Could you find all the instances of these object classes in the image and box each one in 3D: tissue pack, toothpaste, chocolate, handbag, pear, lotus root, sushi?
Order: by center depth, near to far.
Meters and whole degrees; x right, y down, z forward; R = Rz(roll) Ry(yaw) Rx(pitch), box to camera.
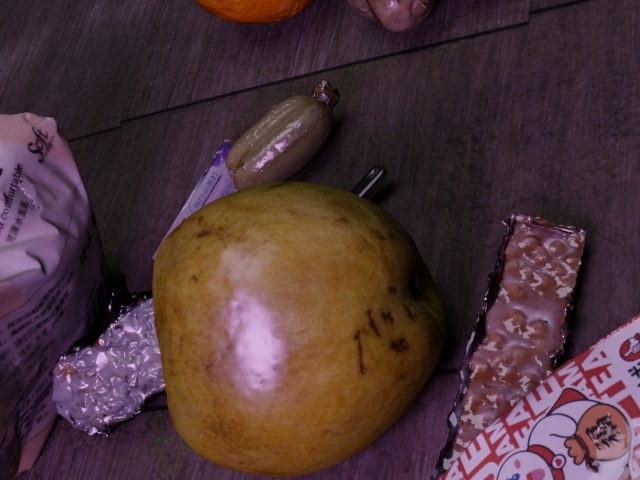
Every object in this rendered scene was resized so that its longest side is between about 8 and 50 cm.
[{"bbox_3d":[0.232,0.217,1.132,0.298,0.151,0.171,-35,47,11],"label":"handbag"},{"bbox_3d":[0.194,0.124,1.303,0.102,0.065,0.329,10,62,18],"label":"chocolate"},{"bbox_3d":[-0.020,0.086,1.337,0.304,0.304,0.304,-20,46,23],"label":"pear"},{"bbox_3d":[-0.229,0.129,1.548,0.212,0.147,0.115,-39,10,15],"label":"sushi"},{"bbox_3d":[-0.382,0.079,1.573,0.195,0.390,0.375,7,50,3],"label":"tissue pack"},{"bbox_3d":[-0.043,-0.130,1.674,0.183,0.077,0.090,-42,49,4],"label":"lotus root"},{"bbox_3d":[-0.149,-0.043,1.712,0.047,0.040,0.196,11,64,44],"label":"toothpaste"}]

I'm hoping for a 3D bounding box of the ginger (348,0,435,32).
[{"bbox_3d":[0.160,-0.395,1.704,0.304,0.155,0.245,-13,42,18],"label":"ginger"}]

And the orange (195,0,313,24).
[{"bbox_3d":[-0.094,-0.429,1.836,0.246,0.246,0.246,-20,46,23],"label":"orange"}]

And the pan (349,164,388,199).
[{"bbox_3d":[0.000,0.000,1.571,0.235,0.028,0.136,-45,42,2],"label":"pan"}]
